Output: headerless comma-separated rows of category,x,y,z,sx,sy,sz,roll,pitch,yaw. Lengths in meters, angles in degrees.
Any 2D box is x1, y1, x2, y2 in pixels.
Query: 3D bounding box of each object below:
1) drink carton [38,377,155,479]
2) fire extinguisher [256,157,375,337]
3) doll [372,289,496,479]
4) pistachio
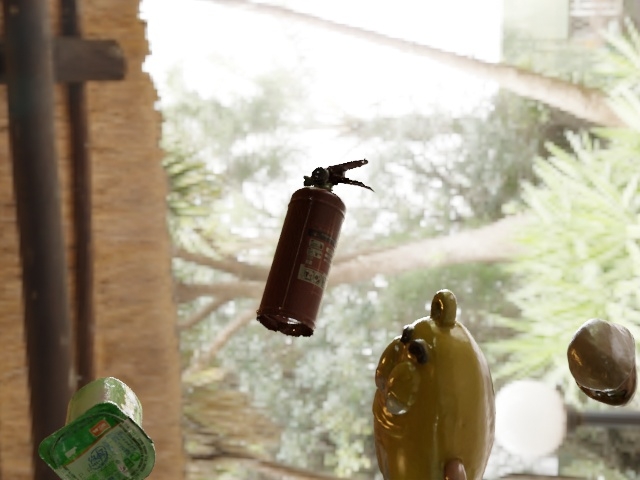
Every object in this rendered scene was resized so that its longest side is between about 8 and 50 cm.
drink carton,-0.331,0.295,1.812,0.144,0.146,0.142,52,-173,-20
fire extinguisher,0.000,0.000,2.057,0.106,0.147,0.336,64,-141,-64
doll,0.146,0.295,1.625,0.348,0.161,0.422,137,129,-76
pistachio,0.481,0.205,1.991,0.185,0.125,0.124,-106,8,-57
